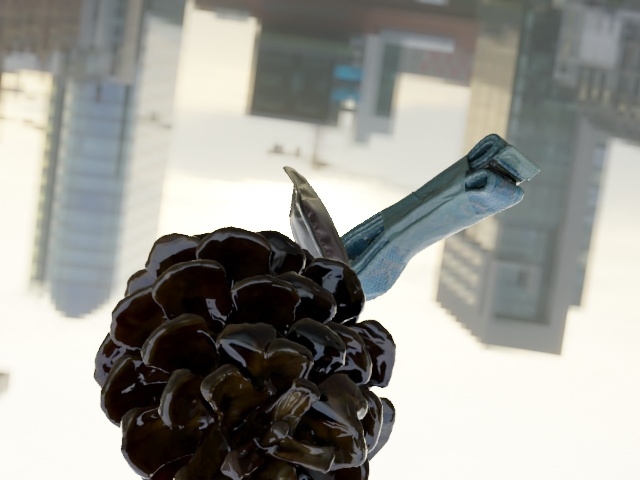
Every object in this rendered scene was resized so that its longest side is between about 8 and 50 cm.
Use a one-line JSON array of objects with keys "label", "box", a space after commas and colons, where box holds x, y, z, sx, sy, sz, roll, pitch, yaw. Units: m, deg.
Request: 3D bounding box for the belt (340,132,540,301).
[{"label": "belt", "box": [0.132, -0.023, 2.248, 0.072, 0.302, 0.087, 36, -147, -31]}]

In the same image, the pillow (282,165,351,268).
[{"label": "pillow", "box": [0.000, 0.000, 1.720, 0.038, 0.131, 0.233, -26, -170, 2]}]

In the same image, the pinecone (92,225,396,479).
[{"label": "pinecone", "box": [-0.056, 0.121, 1.410, 0.244, 0.244, 0.309, 7, -158, -3]}]
